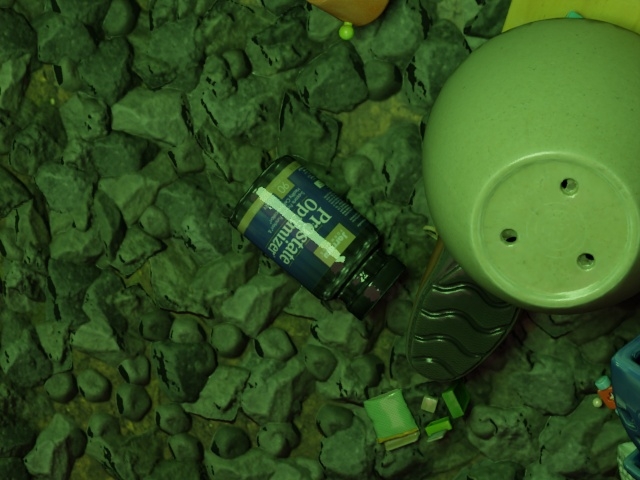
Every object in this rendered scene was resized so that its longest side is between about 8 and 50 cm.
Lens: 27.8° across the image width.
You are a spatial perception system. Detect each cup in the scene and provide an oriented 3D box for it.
[{"bbox_3d":[0.256,-0.050,1.381,0.331,0.237,0.331,5,113,12],"label":"cup"}]

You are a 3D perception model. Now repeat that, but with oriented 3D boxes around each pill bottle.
[{"bbox_3d":[0.000,0.000,1.690,0.219,0.123,0.123,40,113,5],"label":"pill bottle"}]

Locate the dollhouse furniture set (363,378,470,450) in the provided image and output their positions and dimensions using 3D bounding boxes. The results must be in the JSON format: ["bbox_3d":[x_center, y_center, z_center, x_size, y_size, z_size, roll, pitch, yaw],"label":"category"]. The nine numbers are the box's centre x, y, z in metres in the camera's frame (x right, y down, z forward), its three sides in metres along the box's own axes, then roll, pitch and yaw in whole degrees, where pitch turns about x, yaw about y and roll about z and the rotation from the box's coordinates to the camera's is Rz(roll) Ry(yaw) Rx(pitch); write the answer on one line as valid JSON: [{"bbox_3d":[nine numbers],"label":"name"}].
[{"bbox_3d":[0.127,0.237,1.747,0.152,0.058,0.076,-23,96,22],"label":"dollhouse furniture set"}]

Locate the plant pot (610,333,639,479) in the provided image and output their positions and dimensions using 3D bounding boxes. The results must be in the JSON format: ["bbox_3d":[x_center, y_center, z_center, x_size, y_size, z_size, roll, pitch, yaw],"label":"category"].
[{"bbox_3d":[0.485,0.205,1.462,0.236,0.236,0.212,34,144,41],"label":"plant pot"}]

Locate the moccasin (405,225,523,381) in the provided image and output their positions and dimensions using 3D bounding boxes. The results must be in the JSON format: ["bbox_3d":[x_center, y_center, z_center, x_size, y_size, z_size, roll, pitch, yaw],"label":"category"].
[{"bbox_3d":[0.201,-0.001,1.625,0.139,0.147,0.380,14,105,-1],"label":"moccasin"}]

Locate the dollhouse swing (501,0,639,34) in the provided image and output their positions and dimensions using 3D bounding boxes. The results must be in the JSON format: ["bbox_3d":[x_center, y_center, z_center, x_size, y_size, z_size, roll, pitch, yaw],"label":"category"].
[{"bbox_3d":[0.414,-0.349,1.492,0.347,0.305,0.315,25,69,11],"label":"dollhouse swing"}]

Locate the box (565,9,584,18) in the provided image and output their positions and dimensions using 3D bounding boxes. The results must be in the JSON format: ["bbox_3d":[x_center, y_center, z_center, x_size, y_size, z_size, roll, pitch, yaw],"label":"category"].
[{"bbox_3d":[0.362,-0.158,1.499,0.244,0.060,0.100,32,149,0],"label":"box"}]

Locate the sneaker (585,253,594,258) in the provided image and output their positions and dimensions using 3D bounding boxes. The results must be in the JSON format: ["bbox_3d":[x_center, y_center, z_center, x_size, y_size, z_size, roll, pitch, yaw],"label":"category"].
[{"bbox_3d":[0.401,-0.023,1.561,0.267,0.106,0.101,-9,104,22],"label":"sneaker"}]

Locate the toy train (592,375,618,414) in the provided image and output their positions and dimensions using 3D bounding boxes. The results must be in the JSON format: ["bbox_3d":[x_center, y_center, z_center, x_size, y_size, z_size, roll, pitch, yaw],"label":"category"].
[{"bbox_3d":[0.434,0.223,1.652,0.166,0.046,0.125,49,140,-10],"label":"toy train"}]

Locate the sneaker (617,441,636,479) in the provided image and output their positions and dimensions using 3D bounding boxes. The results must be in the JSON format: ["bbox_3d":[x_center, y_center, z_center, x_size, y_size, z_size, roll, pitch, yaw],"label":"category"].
[{"bbox_3d":[0.455,0.314,1.590,0.095,0.235,0.090,-27,122,-14],"label":"sneaker"}]

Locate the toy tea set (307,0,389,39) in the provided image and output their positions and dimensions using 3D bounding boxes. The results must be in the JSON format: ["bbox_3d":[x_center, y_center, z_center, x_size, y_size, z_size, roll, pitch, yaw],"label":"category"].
[{"bbox_3d":[0.068,-0.417,1.581,0.336,0.124,0.200,-49,57,26],"label":"toy tea set"}]
